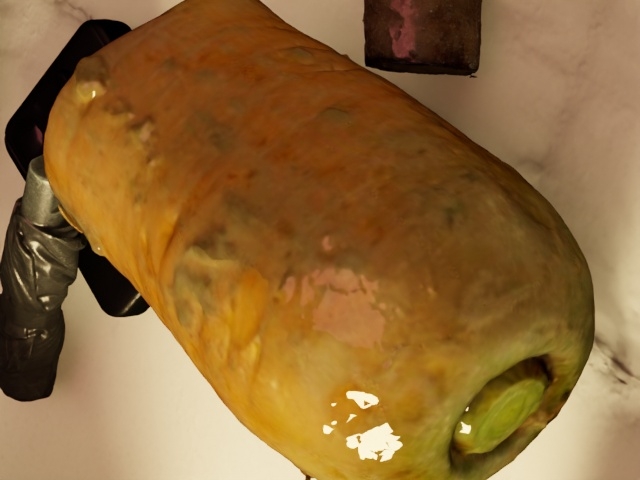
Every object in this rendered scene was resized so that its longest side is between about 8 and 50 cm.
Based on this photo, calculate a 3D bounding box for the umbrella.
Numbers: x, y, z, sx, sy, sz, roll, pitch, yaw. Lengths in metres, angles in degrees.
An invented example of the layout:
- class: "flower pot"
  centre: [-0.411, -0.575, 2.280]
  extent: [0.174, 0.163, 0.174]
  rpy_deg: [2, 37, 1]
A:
- class: "umbrella"
  centre: [-0.206, 0.026, 1.399]
  extent: [0.066, 0.059, 0.236]
  rpy_deg: [37, 136, 17]

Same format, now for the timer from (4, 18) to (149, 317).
- class: "timer"
  centre: [-0.154, -0.053, 1.394]
  extent: [0.144, 0.055, 0.187]
  rpy_deg: [-47, 64, 30]

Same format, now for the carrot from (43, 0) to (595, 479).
- class: "carrot"
  centre: [0.000, 0.000, 1.164]
  extent: [0.340, 0.224, 0.224]
  rpy_deg: [44, 118, 31]

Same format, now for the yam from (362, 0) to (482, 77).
- class: "yam"
  centre: [0.063, -0.173, 1.198]
  extent: [0.079, 0.079, 0.141]
  rpy_deg: [0, 90, 39]
